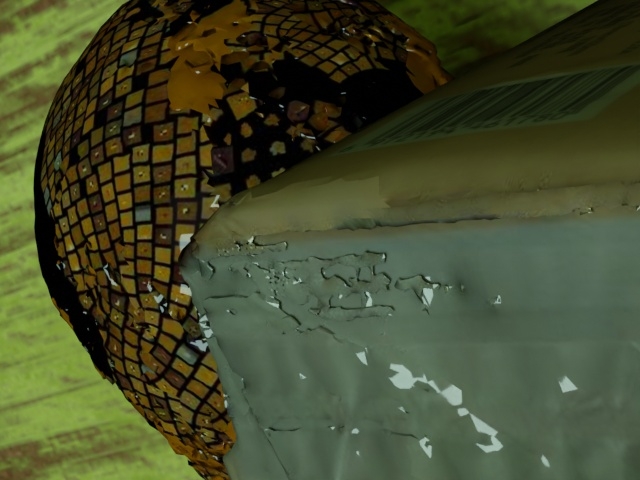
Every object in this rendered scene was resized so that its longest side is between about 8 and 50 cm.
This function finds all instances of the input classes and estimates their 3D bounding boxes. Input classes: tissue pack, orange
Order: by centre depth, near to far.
[{"bbox_3d":[0.151,0.034,0.489,0.239,0.305,0.238,17,121,31],"label":"tissue pack"},{"bbox_3d":[0.000,0.000,0.648,0.234,0.234,0.182,45,107,15],"label":"orange"}]
